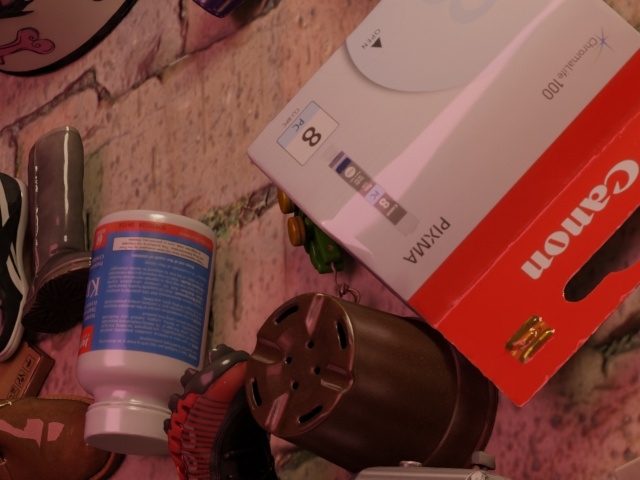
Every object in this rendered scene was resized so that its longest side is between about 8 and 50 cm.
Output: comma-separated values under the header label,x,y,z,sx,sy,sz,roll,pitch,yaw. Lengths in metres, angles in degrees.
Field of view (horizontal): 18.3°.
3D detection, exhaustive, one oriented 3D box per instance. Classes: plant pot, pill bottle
label,x,y,z,sx,sy,sz,roll,pitch,yaw
plant pot,0.034,0.126,1.691,0.167,0.165,0.167,-20,59,38
pill bottle,-0.172,0.092,1.936,0.124,0.124,0.221,-12,64,41

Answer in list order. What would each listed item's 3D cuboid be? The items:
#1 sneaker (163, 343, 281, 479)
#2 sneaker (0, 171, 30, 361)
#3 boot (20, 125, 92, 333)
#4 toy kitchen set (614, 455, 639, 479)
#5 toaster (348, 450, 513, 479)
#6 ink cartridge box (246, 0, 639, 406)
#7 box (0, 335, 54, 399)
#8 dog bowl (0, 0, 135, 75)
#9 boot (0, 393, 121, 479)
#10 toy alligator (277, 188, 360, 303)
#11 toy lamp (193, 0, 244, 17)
label,x,y,z,sx,sy,sz,roll,pitch,yaw
sneaker,-0.073,0.220,1.750,0.135,0.098,0.276,35,132,35
sneaker,-0.380,0.018,2.143,0.079,0.121,0.217,-20,60,34
boot,-0.266,-0.024,2.106,0.190,0.076,0.208,-30,47,50
toy kitchen set,0.342,0.219,1.413,0.166,0.122,0.207,-33,73,30
toaster,0.100,0.283,1.586,0.146,0.129,0.227,-12,65,38
ink cartridge box,0.145,-0.084,1.686,0.308,0.091,0.385,-47,43,2
box,-0.383,0.184,2.176,0.164,0.021,0.201,31,95,47
dog bowl,-0.342,-0.405,2.303,0.408,0.150,0.408,-20,59,38
boot,-0.343,0.206,2.044,0.305,0.115,0.112,-2,74,31
toy alligator,0.000,0.000,1.866,0.051,0.056,0.189,98,159,-53
toy lamp,-0.043,-0.352,2.038,0.274,0.080,0.080,-55,44,12
